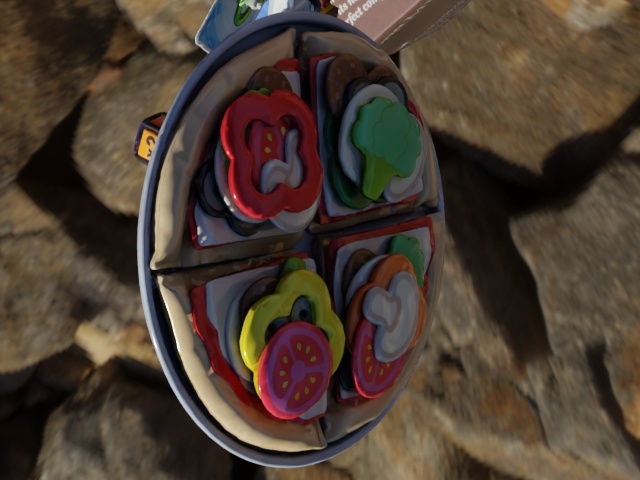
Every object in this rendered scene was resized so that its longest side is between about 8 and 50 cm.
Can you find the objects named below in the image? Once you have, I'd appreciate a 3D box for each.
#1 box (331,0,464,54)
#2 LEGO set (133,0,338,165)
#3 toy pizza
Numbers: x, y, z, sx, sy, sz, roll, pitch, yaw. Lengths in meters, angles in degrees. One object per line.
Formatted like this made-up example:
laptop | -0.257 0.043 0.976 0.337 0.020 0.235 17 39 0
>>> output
box | 0.075 -0.258 1.530 0.191 0.381 0.143 -39 88 26
LEGO set | -0.022 -0.141 0.917 0.060 0.182 0.244 27 89 19
toy pizza | 0.000 0.000 0.787 0.032 0.201 0.201 2 105 41
